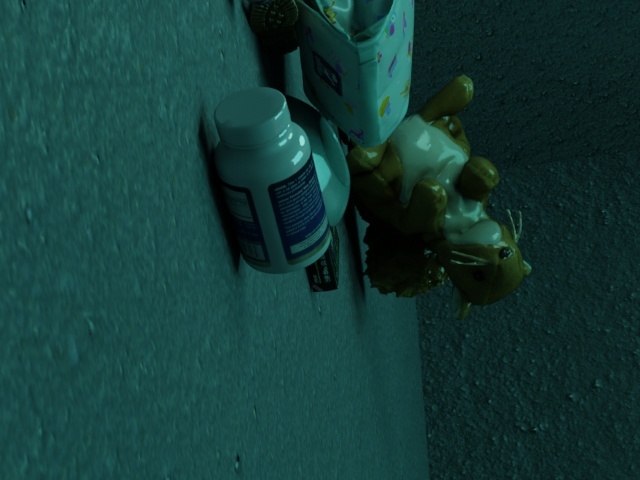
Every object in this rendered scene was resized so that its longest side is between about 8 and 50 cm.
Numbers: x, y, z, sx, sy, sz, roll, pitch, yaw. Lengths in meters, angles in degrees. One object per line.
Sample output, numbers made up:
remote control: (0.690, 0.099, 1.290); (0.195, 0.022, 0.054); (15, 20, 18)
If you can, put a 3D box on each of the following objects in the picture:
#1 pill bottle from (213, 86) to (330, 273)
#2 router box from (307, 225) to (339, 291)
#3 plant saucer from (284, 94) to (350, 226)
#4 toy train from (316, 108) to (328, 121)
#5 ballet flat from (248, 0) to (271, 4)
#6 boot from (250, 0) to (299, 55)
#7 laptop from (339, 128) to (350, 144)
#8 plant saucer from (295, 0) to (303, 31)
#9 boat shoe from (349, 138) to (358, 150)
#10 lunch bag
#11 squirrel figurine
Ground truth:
pill bottle: (-0.049, -0.059, 1.161); (0.094, 0.094, 0.169); (-89, 169, -51)
router box: (0.000, 0.000, 1.688); (0.122, 0.038, 0.092); (-88, 168, -55)
plant saucer: (0.003, -0.116, 1.663); (0.195, 0.037, 0.195); (-21, 90, -75)
toy train: (0.000, -0.171, 1.920); (0.158, 0.027, 0.036); (-83, 174, -65)
ballet flat: (-0.082, -0.374, 1.378); (0.079, 0.076, 0.222); (36, 44, -52)
boot: (-0.061, -0.296, 1.494); (0.158, 0.059, 0.085); (87, -6, -78)
laptop: (0.126, -0.465, 2.375); (0.382, 0.236, 0.408); (-84, 164, -59)
plant saucer: (-0.063, -0.424, 1.657); (0.278, 0.041, 0.278); (-7, 90, -83)
boat shoe: (0.094, -0.227, 2.533); (0.207, 0.073, 0.073); (-78, 161, -50)
lunch bag: (0.048, -0.283, 1.608); (0.223, 0.160, 0.262); (84, 4, -57)
squirrel figurine: (0.223, -0.034, 2.258); (0.370, 0.281, 0.397); (52, -26, 7)
